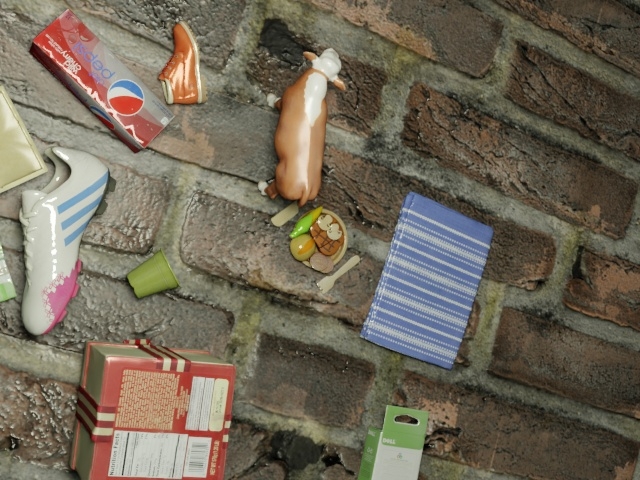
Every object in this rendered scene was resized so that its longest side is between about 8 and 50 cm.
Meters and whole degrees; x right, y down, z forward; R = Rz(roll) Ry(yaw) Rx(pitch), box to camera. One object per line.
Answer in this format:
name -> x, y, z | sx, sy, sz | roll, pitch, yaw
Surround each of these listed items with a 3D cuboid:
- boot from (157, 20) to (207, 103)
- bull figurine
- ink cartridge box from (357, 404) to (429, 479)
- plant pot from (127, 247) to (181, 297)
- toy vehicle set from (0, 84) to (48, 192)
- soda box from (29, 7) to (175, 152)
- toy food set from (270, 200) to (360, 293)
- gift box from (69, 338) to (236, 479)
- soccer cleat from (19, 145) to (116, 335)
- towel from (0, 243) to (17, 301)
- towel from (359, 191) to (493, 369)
boot -> -0.269, -0.334, 1.556 | 0.085, 0.059, 0.157 | -11, 95, -18
bull figurine -> -0.040, -0.216, 1.580 | 0.101, 0.188, 0.310 | 12, 84, -23
ink cartridge box -> 0.149, 0.449, 1.719 | 0.109, 0.062, 0.209 | 14, 83, -23
plant pot -> -0.312, 0.068, 1.523 | 0.079, 0.083, 0.083 | -27, 100, -10
toy vehicle set -> -0.608, -0.136, 1.366 | 0.267, 0.035, 0.166 | -34, 105, -40
soda box -> -0.392, -0.282, 1.486 | 0.263, 0.083, 0.092 | 45, 72, -16
toy food set -> 0.000, 0.000, 1.675 | 0.132, 0.038, 0.192 | -40, 104, -19
gift box -> -0.280, 0.311, 1.429 | 0.276, 0.258, 0.255 | 14, 84, -24
soccer cleat -> -0.473, -0.007, 1.422 | 0.143, 0.116, 0.331 | 29, 69, -41
towel -> -0.603, 0.044, 1.426 | 0.113, 0.023, 0.152 | -18, 98, -20
towel -> 0.234, 0.087, 1.783 | 0.243, 0.040, 0.336 | 21, 83, -23
